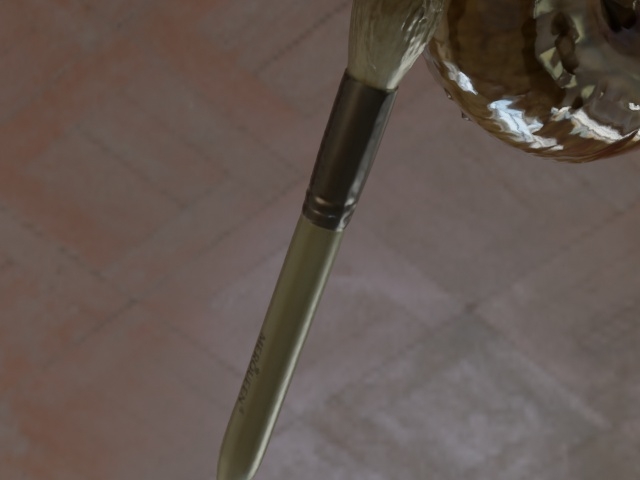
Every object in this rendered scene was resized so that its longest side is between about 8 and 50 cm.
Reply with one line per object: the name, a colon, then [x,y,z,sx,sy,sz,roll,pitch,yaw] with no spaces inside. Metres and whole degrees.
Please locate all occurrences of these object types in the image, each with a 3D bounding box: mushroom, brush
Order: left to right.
brush: [0.000,0.000,0.822,0.039,0.042,0.299,17,117,-3]
mushroom: [0.158,-0.170,0.907,0.283,0.195,0.263,-19,125,-11]
